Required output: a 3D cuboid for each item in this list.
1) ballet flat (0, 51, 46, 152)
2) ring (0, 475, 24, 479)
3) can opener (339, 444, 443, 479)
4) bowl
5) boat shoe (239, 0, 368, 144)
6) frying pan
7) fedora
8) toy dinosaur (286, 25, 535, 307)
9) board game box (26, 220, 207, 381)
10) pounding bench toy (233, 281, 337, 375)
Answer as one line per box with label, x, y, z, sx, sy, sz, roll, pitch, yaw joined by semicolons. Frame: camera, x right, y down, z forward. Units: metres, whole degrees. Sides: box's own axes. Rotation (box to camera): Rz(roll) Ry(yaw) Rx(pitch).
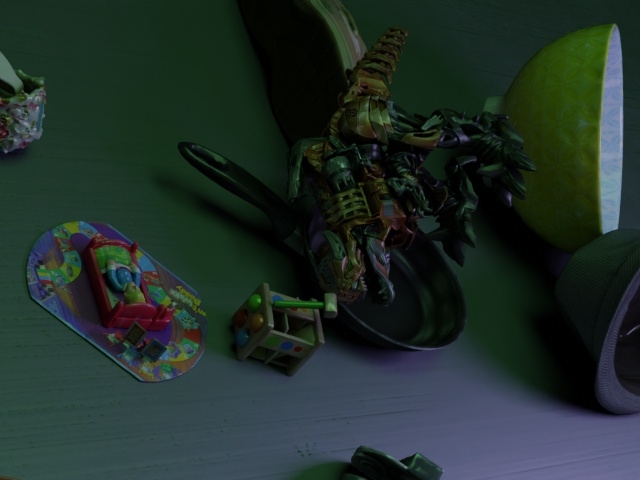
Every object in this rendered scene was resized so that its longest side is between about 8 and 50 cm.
ballet flat;-0.337;-0.165;1.043;0.241;0.077;0.091;30;36;-15
ring;-0.191;0.287;0.716;0.337;0.032;0.336;27;37;-22
can opener;0.133;0.271;1.041;0.283;0.076;0.095;37;66;-8
bowl;0.283;-0.120;1.506;0.156;0.289;0.289;1;29;19
boat shoe;0.008;-0.210;1.394;0.110;0.121;0.341;13;42;-35
frying pan;0.009;0.023;1.195;0.326;0.053;0.197;13;44;-33
fedora;0.355;0.067;1.377;0.275;0.243;0.124;3;20;-44
toy dinosaur;0.075;-0.082;1.193;0.218;0.164;0.321;14;77;-15
board game box;-0.160;0.038;1.026;0.169;0.033;0.133;39;34;-5
pounding bench toy;-0.032;0.068;1.073;0.065;0.083;0.052;21;39;-29
